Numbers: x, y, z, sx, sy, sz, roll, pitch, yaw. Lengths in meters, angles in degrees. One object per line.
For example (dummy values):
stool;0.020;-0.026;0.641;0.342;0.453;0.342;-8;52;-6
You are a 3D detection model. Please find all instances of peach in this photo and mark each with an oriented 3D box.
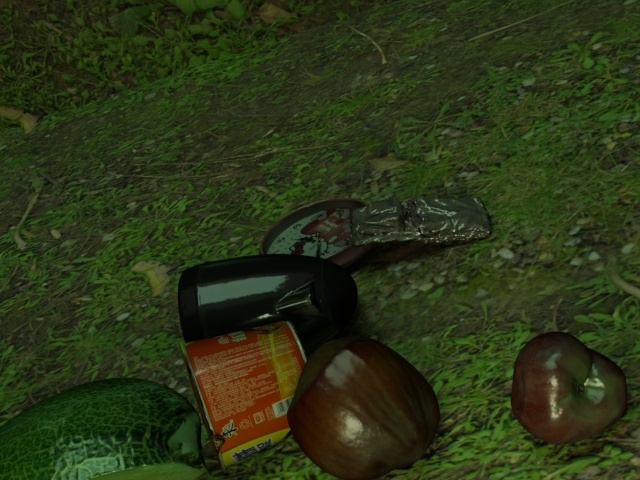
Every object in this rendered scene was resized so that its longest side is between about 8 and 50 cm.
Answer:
peach;0.321;0.190;1.734;0.152;0.152;0.152;-19;27;10

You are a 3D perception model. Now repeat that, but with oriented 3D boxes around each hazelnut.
hazelnut;0.061;0.226;1.821;0.210;0.186;0.210;-17;14;4

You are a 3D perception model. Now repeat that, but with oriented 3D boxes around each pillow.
pillow;0.174;-0.040;2.308;0.248;0.049;0.135;-3;27;2

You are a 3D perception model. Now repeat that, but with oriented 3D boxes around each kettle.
kettle;-0.063;0.122;2.127;0.271;0.250;0.207;-15;53;13

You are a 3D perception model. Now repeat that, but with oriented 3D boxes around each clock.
clock;0.001;0.001;2.413;0.244;0.056;0.244;-15;30;9

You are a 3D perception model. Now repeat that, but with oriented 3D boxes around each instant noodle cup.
instant noodle cup;-0.100;0.222;1.953;0.174;0.213;0.213;-18;26;-8

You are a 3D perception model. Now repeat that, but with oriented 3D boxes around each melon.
melon;-0.341;0.323;1.944;0.344;0.226;0.331;-34;5;22
